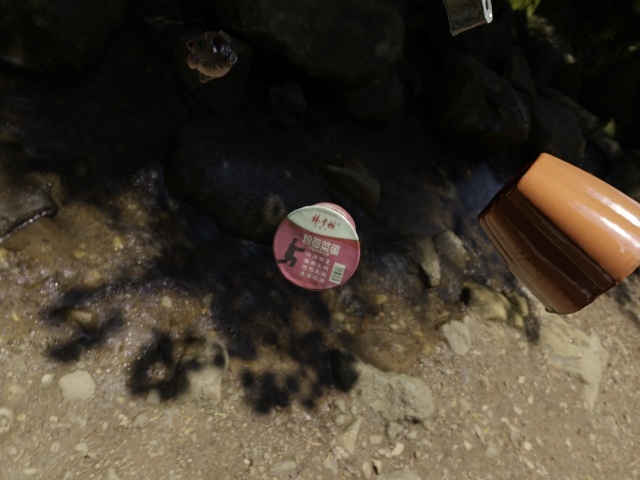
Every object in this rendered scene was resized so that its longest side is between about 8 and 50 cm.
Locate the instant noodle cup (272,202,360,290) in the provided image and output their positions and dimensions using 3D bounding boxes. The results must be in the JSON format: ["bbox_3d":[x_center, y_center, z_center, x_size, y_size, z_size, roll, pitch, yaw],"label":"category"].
[{"bbox_3d":[0.000,0.000,1.365,0.235,0.235,0.178,40,19,-4],"label":"instant noodle cup"}]

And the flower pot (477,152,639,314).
[{"bbox_3d":[0.328,-0.021,0.689,0.173,0.190,0.190,45,47,7],"label":"flower pot"}]

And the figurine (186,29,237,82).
[{"bbox_3d":[-0.307,-0.520,1.381,0.125,0.138,0.125,34,50,-56],"label":"figurine"}]

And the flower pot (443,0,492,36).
[{"bbox_3d":[0.400,-0.702,1.377,0.229,0.108,0.103,60,42,-31],"label":"flower pot"}]
